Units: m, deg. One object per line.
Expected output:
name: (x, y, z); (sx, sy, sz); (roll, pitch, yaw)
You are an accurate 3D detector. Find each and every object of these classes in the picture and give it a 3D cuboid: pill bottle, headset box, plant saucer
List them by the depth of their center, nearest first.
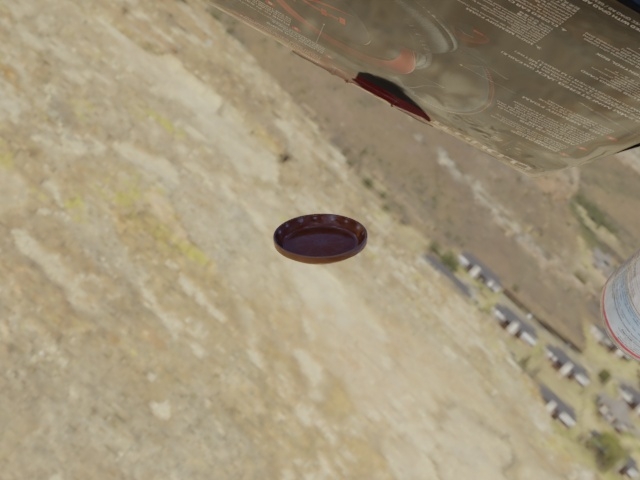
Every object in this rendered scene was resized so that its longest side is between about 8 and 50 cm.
headset box: (0.057, -0.130, 0.438); (0.218, 0.110, 0.293); (28, -4, -3)
pill bottle: (0.269, 0.027, 0.734); (0.087, 0.087, 0.160); (45, -24, 12)
plant saucer: (0.000, 0.000, 0.906); (0.083, 0.013, 0.083); (-2, 28, 1)
